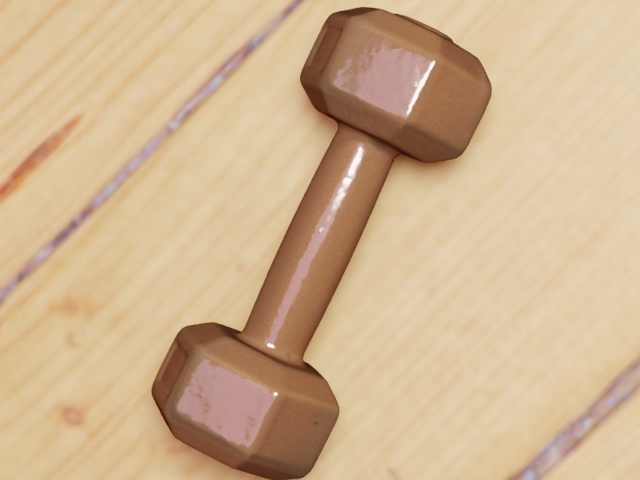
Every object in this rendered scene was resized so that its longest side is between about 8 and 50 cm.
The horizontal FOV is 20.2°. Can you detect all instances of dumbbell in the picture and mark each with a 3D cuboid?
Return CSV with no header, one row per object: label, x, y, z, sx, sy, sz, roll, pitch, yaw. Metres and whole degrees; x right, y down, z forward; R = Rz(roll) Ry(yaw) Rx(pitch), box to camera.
dumbbell,0.000,0.000,0.872,0.082,0.092,0.230,25,93,-19
